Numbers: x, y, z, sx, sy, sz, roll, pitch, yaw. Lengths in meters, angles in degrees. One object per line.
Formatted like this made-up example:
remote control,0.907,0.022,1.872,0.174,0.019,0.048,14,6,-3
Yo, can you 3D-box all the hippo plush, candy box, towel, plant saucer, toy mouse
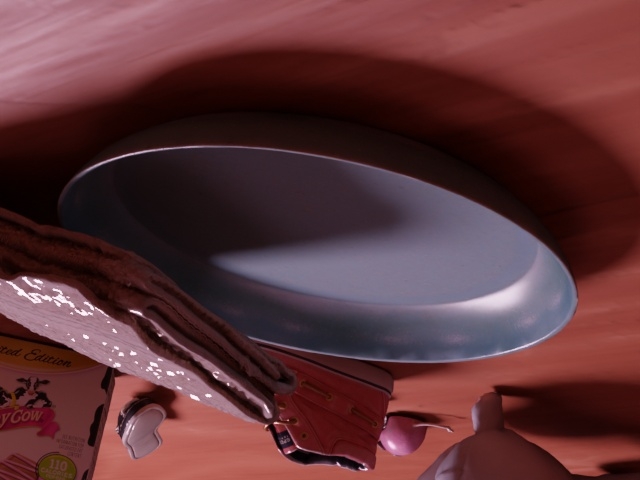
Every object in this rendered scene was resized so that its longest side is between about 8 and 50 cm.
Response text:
hippo plush,0.186,0.260,1.221,0.236,0.234,0.294,17,157,-16
candy box,-0.274,0.200,1.296,0.159,0.233,0.071,12,157,-3
towel,-0.161,0.039,1.002,0.282,0.049,0.187,16,161,41
plant saucer,0.000,0.000,0.943,0.317,0.044,0.317,10,157,4
toy mouse,0.032,0.165,1.332,0.161,0.031,0.143,9,157,5

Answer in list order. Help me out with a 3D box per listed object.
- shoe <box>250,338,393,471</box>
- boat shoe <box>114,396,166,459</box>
shoe,-0.030,0.122,1.193,0.178,0.081,0.063,19,156,-17
boat shoe,-0.168,0.165,1.418,0.046,0.038,0.125,-30,162,-13
